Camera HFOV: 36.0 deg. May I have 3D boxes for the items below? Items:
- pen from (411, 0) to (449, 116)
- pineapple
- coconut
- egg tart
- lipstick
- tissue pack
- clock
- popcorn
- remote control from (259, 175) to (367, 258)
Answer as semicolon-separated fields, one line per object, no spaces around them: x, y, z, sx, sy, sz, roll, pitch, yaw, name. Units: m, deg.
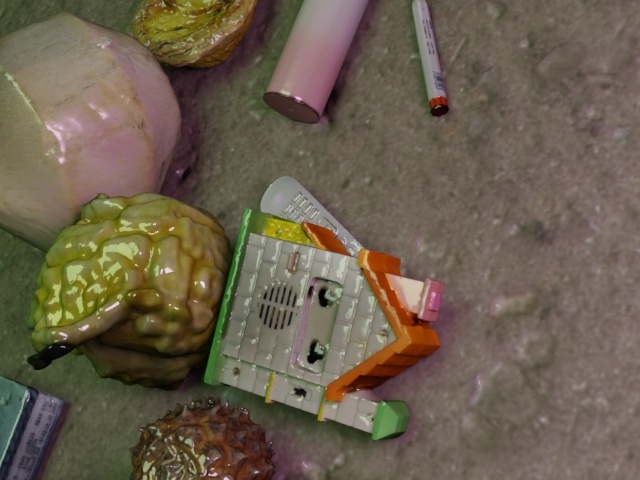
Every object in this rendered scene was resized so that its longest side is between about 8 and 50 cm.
0.142;-0.259;1.315;0.026;0.026;0.218;-21;57;24;pen
-0.124;0.263;1.131;0.166;0.193;0.166;-6;76;25;pineapple
-0.389;-0.148;1.442;0.352;0.352;0.353;-15;60;28;coconut
-0.190;-0.346;1.540;0.252;0.098;0.232;-13;55;24;egg tart
0.018;-0.330;1.392;0.087;0.087;0.327;13;76;37;lipstick
-0.491;0.323;1.418;0.185;0.081;0.257;9;74;36;tissue pack
0.014;0.098;1.164;0.255;0.106;0.220;14;89;30;clock
-0.244;0.068;1.280;0.293;0.293;0.237;-28;61;20;popcorn
0.000;0.000;1.274;0.073;0.044;0.229;-50;59;8;remote control
